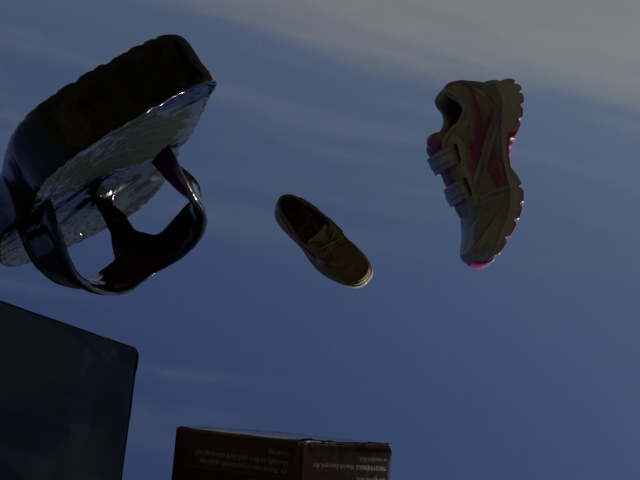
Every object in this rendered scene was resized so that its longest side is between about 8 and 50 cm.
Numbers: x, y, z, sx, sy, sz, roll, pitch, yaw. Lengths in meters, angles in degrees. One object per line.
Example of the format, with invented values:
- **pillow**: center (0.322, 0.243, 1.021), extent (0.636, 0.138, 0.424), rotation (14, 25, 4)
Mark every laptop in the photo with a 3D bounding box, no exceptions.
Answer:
- **laptop**: center (-0.330, 0.179, 1.513), extent (0.382, 0.236, 0.408), rotation (21, 174, -23)

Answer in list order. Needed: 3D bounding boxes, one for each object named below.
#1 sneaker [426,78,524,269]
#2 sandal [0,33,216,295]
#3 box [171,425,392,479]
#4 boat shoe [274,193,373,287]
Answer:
- **sneaker**: center (0.180, -0.087, 1.891), extent (0.111, 0.252, 0.103), rotation (10, 158, -18)
- **sandal**: center (-0.149, -0.022, 1.087), extent (0.167, 0.107, 0.446), rotation (-33, 179, -11)
- **box**: center (-0.046, 0.299, 1.580), extent (0.168, 0.203, 0.167), rotation (2, 173, 36)
- **boat shoe**: center (0.000, 0.000, 1.666), extent (0.135, 0.050, 0.045), rotation (39, 171, 14)
